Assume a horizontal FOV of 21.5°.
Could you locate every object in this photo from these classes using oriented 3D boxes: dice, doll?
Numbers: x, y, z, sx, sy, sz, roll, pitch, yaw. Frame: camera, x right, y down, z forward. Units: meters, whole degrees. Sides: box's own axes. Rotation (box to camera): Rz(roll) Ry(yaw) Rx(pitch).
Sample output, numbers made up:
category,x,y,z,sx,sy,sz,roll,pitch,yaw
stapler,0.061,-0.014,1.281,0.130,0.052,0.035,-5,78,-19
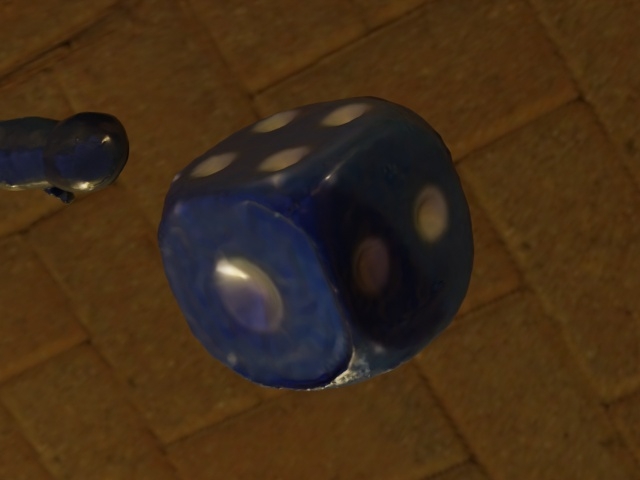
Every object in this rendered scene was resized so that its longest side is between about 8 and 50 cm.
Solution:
category,x,y,z,sx,sy,sz,roll,pitch,yaw
dice,0.000,0.000,1.027,0.146,0.146,0.143,-1,115,44
doll,-0.135,-0.036,0.735,0.125,0.027,0.037,-1,70,31
